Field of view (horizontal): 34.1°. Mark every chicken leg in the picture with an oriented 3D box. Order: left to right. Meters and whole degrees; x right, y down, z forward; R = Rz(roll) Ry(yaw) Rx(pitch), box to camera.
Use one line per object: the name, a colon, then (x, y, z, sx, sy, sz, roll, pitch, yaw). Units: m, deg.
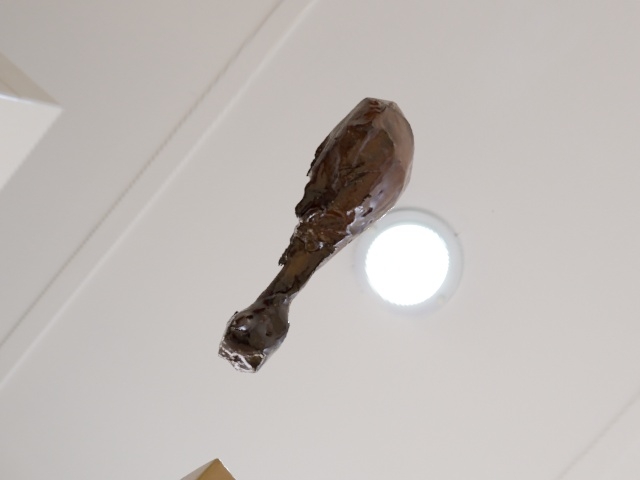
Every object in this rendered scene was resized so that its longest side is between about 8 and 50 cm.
chicken leg: (0.000, 0.000, 1.016, 0.093, 0.113, 0.304, 31, -90, 18)

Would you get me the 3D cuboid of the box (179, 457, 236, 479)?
box: (-0.030, 0.280, 0.576, 0.076, 0.174, 0.274, -40, -89, 29)
